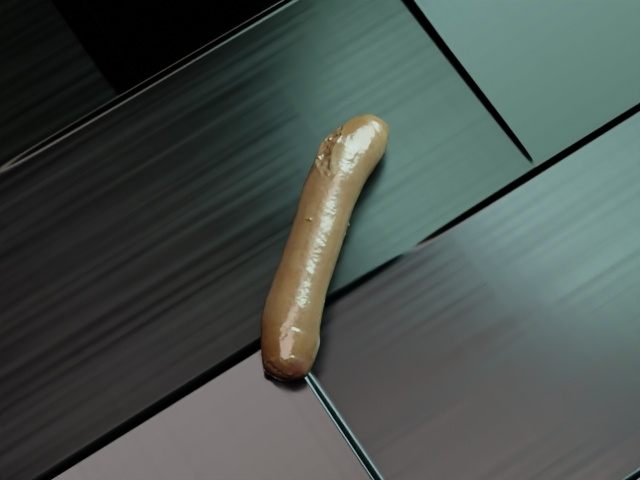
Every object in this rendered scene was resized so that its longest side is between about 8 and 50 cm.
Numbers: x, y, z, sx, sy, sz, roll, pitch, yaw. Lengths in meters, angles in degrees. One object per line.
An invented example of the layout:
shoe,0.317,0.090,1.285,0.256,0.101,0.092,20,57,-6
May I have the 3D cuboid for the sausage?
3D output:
sausage,0.000,0.000,1.091,0.043,0.043,0.186,15,70,10
